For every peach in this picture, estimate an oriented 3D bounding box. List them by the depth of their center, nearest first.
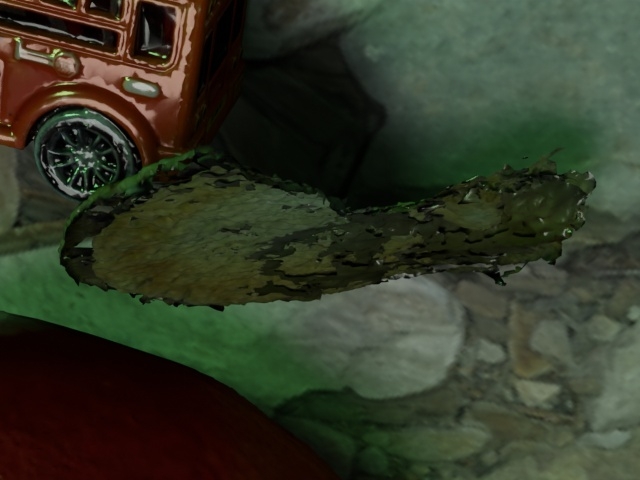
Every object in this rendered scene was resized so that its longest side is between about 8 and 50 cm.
[{"bbox_3d":[-0.106,0.196,0.976,0.338,0.281,0.281,39,130,-12],"label":"peach"}]

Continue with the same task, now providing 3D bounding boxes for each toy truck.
[{"bbox_3d":[-0.160,-0.106,0.851,0.253,0.107,0.114,15,122,5],"label":"toy truck"}]

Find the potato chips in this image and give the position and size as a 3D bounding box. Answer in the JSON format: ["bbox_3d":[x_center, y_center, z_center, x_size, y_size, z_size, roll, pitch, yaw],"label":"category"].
[{"bbox_3d":[0.000,-0.004,0.856,0.220,0.029,0.202,1,160,-15],"label":"potato chips"}]
